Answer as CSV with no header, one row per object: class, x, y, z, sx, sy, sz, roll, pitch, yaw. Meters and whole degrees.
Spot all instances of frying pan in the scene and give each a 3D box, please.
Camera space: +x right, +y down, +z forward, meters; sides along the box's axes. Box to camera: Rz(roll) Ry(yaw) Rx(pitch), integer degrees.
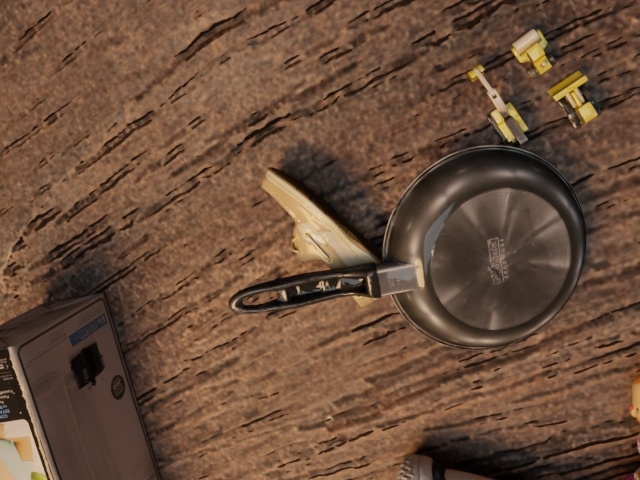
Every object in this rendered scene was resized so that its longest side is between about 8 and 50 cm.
frying pan,0.093,0.002,0.521,0.325,0.053,0.198,9,102,-9

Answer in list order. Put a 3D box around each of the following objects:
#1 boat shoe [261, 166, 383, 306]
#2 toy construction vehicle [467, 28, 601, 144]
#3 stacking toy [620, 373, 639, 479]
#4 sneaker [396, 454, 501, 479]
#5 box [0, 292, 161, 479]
boat shoe,0.000,0.000,0.568,0.170,0.063,0.059,42,101,-1
toy construction vehicle,0.189,-0.130,0.514,0.085,0.035,0.098,-31,95,16
stacking toy,0.340,0.267,0.530,0.165,0.175,0.302,-17,87,21
sneaker,0.177,0.404,0.588,0.210,0.137,0.366,1,100,14
box,-0.269,0.221,0.621,0.087,0.169,0.290,-11,99,11
